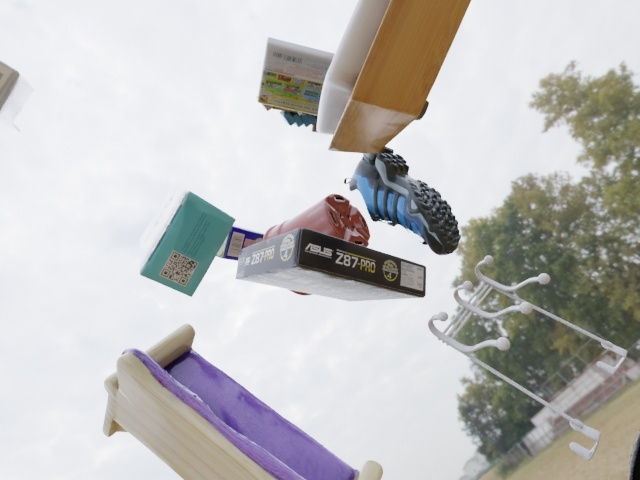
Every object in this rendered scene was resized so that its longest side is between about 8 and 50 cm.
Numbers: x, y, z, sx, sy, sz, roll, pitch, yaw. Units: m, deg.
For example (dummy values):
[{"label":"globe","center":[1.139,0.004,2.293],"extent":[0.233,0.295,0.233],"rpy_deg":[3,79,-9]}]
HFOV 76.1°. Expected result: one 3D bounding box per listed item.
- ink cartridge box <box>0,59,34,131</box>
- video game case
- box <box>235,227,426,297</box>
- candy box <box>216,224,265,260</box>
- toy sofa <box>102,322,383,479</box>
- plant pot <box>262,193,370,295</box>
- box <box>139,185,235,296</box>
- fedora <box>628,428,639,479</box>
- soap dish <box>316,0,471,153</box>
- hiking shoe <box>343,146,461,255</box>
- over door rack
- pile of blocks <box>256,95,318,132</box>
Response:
[{"label":"ink cartridge box","center":[-0.506,-0.245,0.473],"extent":[0.296,0.261,0.066],"rpy_deg":[33,-97,-31]},{"label":"video game case","center":[-0.032,-0.387,1.003],"extent":[0.226,0.026,0.206],"rpy_deg":[8,-20,-12]},{"label":"box","center":[0.025,0.084,1.064],"extent":[0.394,0.097,0.318],"rpy_deg":[16,-20,-31]},{"label":"candy box","center":[-0.366,-0.010,1.485],"extent":[0.268,0.317,0.122],"rpy_deg":[17,-94,-62]},{"label":"toy sofa","center":[-0.102,0.260,0.544],"extent":[0.150,0.362,0.177],"rpy_deg":[-36,-27,-57]},{"label":"plant pot","center":[0.000,0.000,1.326],"extent":[0.265,0.272,0.272],"rpy_deg":[-35,-29,33]},{"label":"box","center":[-0.184,-0.013,0.535],"extent":[0.060,0.244,0.101],"rpy_deg":[31,-94,-25]},{"label":"fedora","center":[0.516,0.283,0.418],"extent":[0.334,0.334,0.152],"rpy_deg":[-42,3,5]},{"label":"soap dish","center":[0.089,-0.242,0.553],"extent":[0.291,0.118,0.229],"rpy_deg":[-147,81,-86]},{"label":"hiking shoe","center":[0.175,-0.072,0.879],"extent":[0.113,0.304,0.132],"rpy_deg":[-3,-41,-41]},{"label":"over door rack","center":[0.397,0.178,0.757],"extent":[0.239,0.324,0.108],"rpy_deg":[-34,-27,-38]},{"label":"pile of blocks","center":[-0.007,-0.390,1.243],"extent":[0.362,0.113,0.149],"rpy_deg":[-5,-59,-25]}]
